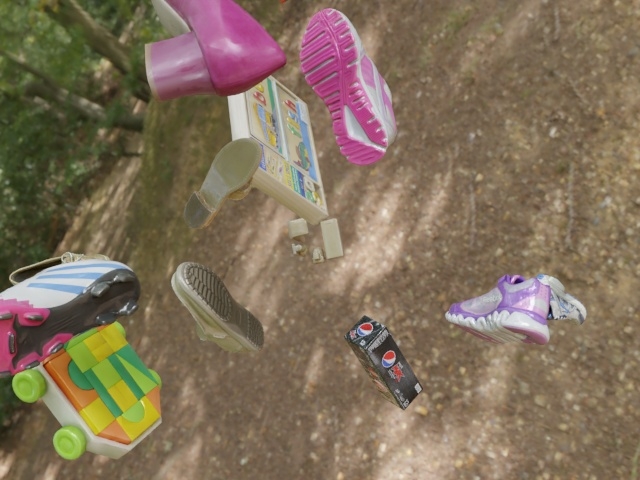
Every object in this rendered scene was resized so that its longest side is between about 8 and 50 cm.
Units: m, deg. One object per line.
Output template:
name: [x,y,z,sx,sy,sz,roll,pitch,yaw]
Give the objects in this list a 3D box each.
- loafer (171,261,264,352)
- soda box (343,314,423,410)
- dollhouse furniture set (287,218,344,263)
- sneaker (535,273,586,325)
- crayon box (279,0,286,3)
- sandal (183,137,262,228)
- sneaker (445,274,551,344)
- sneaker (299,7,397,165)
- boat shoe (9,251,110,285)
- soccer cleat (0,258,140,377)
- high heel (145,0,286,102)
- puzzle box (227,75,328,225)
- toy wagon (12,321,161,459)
loafer: [-0.212,0.147,1.553,0.092,0.268,0.102,-23,39,20]
soda box: [0.105,0.202,1.306,0.053,0.169,0.060,-43,36,-18]
dollhouse furniture set: [0.000,0.000,2.422,0.123,0.151,0.144,23,-125,-72]
sneaker: [0.390,0.111,1.321,0.058,0.135,0.052,-58,29,-11]
crayon box: [-0.045,-0.638,1.572,0.202,0.318,0.081,-36,46,-4]
sandal: [-0.176,-0.114,1.567,0.240,0.079,0.088,-46,70,27]
sneaker: [0.294,0.107,1.285,0.236,0.095,0.105,-13,55,67]
sneaker: [0.050,-0.247,1.275,0.103,0.252,0.111,-16,6,27]
boat shoe: [-0.677,0.092,2.068,0.285,0.089,0.105,-15,66,21]
soccer cleat: [-0.433,0.112,1.205,0.143,0.331,0.116,17,117,39]
high heel: [-0.154,-0.346,1.127,0.127,0.181,0.377,75,-176,-60]
puzzle box: [-0.111,-0.256,1.933,0.052,0.272,0.409,-33,47,26]
toy wagon: [-0.430,0.224,1.427,0.068,0.344,0.267,-36,0,24]
